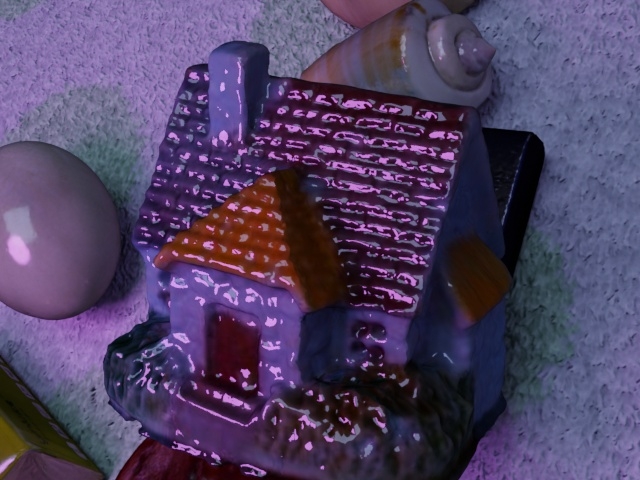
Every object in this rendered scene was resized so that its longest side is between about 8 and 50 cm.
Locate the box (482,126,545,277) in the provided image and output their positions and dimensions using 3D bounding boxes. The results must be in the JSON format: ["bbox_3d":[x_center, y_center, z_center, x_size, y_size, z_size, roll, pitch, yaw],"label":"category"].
[{"bbox_3d":[0.101,-0.046,1.171,0.259,0.071,0.168,8,73,31],"label":"box"}]

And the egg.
[{"bbox_3d":[-0.342,-0.013,1.318,0.186,0.186,0.253,-38,55,8],"label":"egg"}]

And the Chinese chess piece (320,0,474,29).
[{"bbox_3d":[0.100,-0.381,1.297,0.270,0.112,0.270,-12,63,24],"label":"Chinese chess piece"}]

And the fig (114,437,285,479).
[{"bbox_3d":[-0.093,0.271,1.053,0.223,0.224,0.263,1,72,28],"label":"fig"}]

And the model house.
[{"bbox_3d":[0.000,0.000,0.986,0.360,0.297,0.339,14,113,30],"label":"model house"}]

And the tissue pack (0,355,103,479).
[{"bbox_3d":[-0.426,0.252,1.256,0.274,0.167,0.200,38,89,35],"label":"tissue pack"}]

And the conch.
[{"bbox_3d":[0.080,-0.208,1.202,0.255,0.127,0.158,2,48,28],"label":"conch"}]
